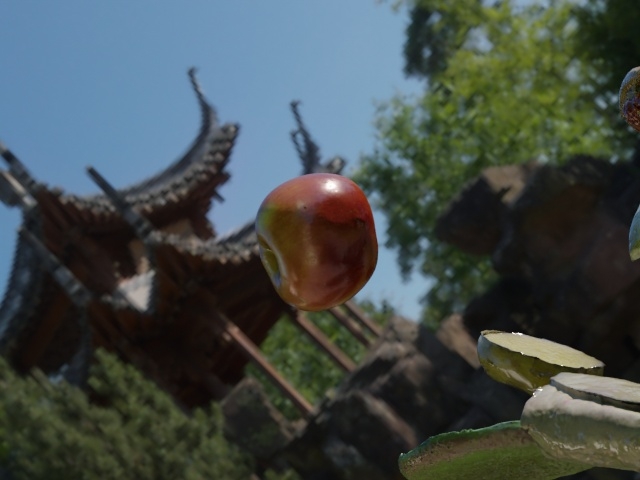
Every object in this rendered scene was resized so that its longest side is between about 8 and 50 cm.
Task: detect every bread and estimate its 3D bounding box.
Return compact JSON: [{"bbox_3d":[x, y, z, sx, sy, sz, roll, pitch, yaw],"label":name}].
[{"bbox_3d":[0.247,0.299,1.686,0.301,0.045,0.301,-4,-24,-2],"label":"bread"}]

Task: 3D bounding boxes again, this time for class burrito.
[{"bbox_3d":[0.371,0.214,1.385,0.143,0.105,0.299,-7,6,-43],"label":"burrito"}]

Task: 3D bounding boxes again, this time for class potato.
[{"bbox_3d":[0.321,0.195,1.843,0.164,0.200,0.081,3,-77,-42],"label":"potato"}]

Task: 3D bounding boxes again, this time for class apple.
[{"bbox_3d":[0.000,0.000,1.469,0.139,0.163,0.163,-22,-21,-18],"label":"apple"}]

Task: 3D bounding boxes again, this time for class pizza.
[{"bbox_3d":[0.576,-0.199,2.139,0.062,0.199,0.188,-31,-20,-4],"label":"pizza"}]

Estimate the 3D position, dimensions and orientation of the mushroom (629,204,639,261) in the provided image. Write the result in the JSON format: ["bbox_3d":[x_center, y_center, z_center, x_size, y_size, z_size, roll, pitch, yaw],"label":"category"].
[{"bbox_3d":[0.616,-0.069,2.207,0.087,0.107,0.333,-20,30,41],"label":"mushroom"}]
